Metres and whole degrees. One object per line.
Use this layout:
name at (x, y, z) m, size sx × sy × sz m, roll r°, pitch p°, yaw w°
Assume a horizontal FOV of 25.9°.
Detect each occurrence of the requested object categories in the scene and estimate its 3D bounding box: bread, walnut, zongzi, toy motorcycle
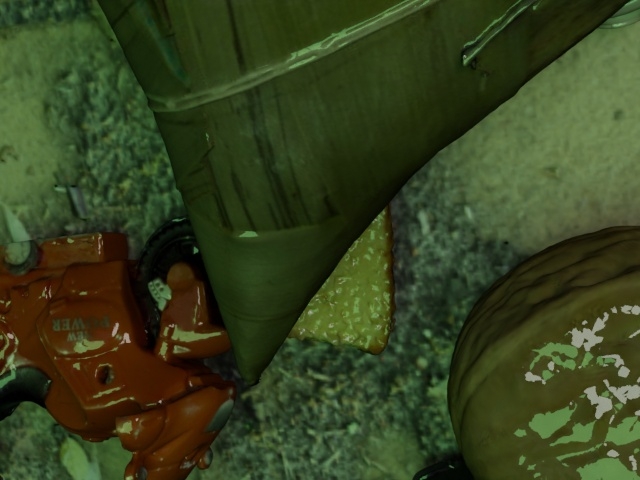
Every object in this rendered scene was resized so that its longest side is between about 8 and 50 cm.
bread at (0.000, 0.000, 0.969) m, size 0.103 × 0.065 × 0.187 m, roll -3°, pitch 110°, yaw -10°
walnut at (0.191, 0.095, 0.866) m, size 0.228 × 0.228 × 0.228 m, roll 7°, pitch 113°, yaw 17°
zongzi at (0.100, -0.108, 0.789) m, size 0.447 × 0.181 × 0.418 m, roll -6°, pitch 120°, yaw 13°
toy motorcycle at (-0.195, 0.104, 1.062) m, size 0.326 × 0.148 × 0.221 m, roll -7°, pitch 86°, yaw 20°

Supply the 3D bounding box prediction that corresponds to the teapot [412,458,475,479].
teapot at (0.139, 0.209, 1.011) m, size 0.177 × 0.087 × 0.096 m, roll -26°, pitch 125°, yaw 27°

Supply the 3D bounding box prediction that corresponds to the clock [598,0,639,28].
clock at (0.167, -0.201, 0.843) m, size 0.191 × 0.062 × 0.151 m, roll -38°, pitch 95°, yaw 29°
